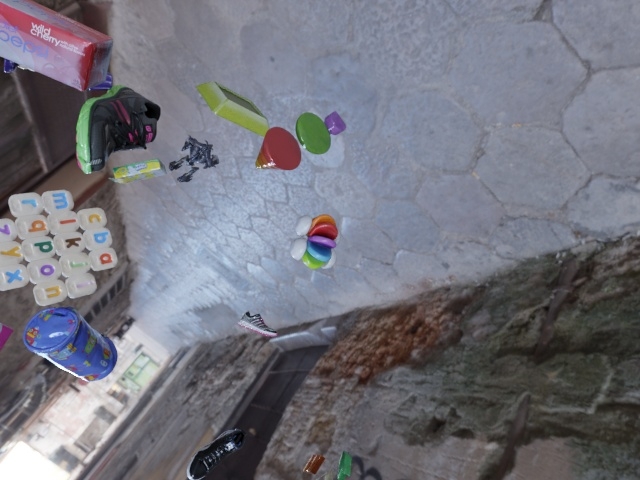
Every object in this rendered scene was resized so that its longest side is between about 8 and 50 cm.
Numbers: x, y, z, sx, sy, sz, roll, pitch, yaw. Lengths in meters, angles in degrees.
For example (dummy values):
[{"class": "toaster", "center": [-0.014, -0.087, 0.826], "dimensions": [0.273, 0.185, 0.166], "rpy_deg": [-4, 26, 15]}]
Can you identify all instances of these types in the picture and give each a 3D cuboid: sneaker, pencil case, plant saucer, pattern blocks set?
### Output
[{"class": "sneaker", "center": [-0.667, -0.385, 1.470], "dimensions": [0.203, 0.482, 0.185], "rpy_deg": [16, 130, -11]}, {"class": "pencil case", "center": [-0.636, 0.273, 1.145], "dimensions": [0.120, 0.133, 0.306], "rpy_deg": [11, 150, 4]}, {"class": "sneaker", "center": [-0.251, 0.340, 1.795], "dimensions": [0.171, 0.074, 0.063], "rpy_deg": [19, 159, 10]}, {"class": "plant saucer", "center": [-0.234, -0.374, 1.222], "dimensions": [0.189, 0.045, 0.188], "rpy_deg": [17, -153, -42]}, {"class": "sneaker", "center": [-0.340, 0.705, 1.465], "dimensions": [0.121, 0.217, 0.079], "rpy_deg": [-36, 87, 38]}, {"class": "pattern blocks set", "center": [-0.037, 0.602, 0.957], "dimensions": [0.026, 0.324, 0.285], "rpy_deg": [35, -164, -10]}]

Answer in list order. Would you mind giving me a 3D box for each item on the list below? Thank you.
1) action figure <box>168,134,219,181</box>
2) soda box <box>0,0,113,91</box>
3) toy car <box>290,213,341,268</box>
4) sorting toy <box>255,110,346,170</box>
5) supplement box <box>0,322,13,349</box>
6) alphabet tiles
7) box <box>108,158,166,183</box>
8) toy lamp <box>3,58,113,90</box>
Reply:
[{"class": "action figure", "center": [-0.512, -0.351, 1.807], "dimensions": [0.276, 0.140, 0.164], "rpy_deg": [-24, 116, 38]}, {"class": "soda box", "center": [-0.484, -0.339, 0.696], "dimensions": [0.264, 0.092, 0.083], "rpy_deg": [21, 117, -13]}, {"class": "toy car", "center": [0.000, 0.000, 1.410], "dimensions": [0.159, 0.181, 0.136], "rpy_deg": [21, 159, -24]}, {"class": "sorting toy", "center": [-0.068, -0.281, 1.266], "dimensions": [0.126, 0.365, 0.127], "rpy_deg": [-21, 103, 44]}, {"class": "supplement box", "center": [-1.184, 0.302, 1.461], "dimensions": [0.220, 0.113, 0.111], "rpy_deg": [14, 152, 5]}, {"class": "alphabet tiles", "center": [-0.678, 0.015, 1.110], "dimensions": [0.021, 0.278, 0.283], "rpy_deg": [-16, 90, 47]}, {"class": "box", "center": [-0.649, -0.242, 1.546], "dimensions": [0.105, 0.179, 0.043], "rpy_deg": [159, 94, -81]}, {"class": "toy lamp", "center": [-0.768, -0.502, 1.294], "dimensions": [0.275, 0.080, 0.080], "rpy_deg": [2, 176, -38]}]
